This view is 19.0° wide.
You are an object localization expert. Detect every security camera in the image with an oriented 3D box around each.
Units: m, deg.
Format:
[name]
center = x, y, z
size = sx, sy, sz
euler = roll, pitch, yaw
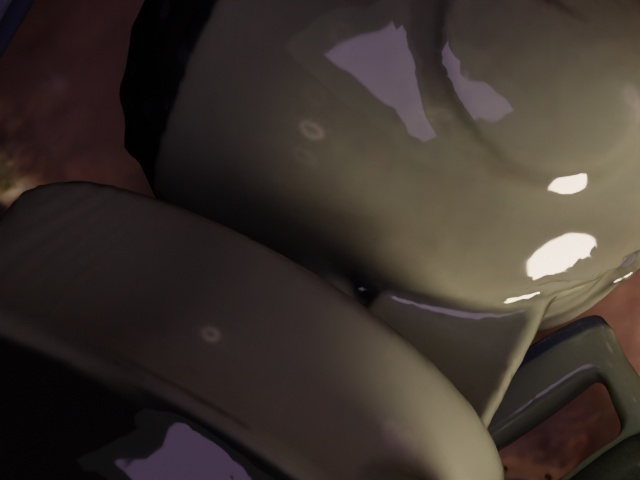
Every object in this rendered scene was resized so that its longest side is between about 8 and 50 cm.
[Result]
[security camera]
center = 0.000, 0.000, 0.588
size = 0.191, 0.197, 0.277
euler = 28, 67, 11

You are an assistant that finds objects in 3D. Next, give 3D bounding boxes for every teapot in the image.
[teapot]
center = 0.093, 0.112, 0.629
size = 0.108, 0.111, 0.149
euler = -29, 92, 7

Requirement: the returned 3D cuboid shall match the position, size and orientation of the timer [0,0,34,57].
[timer]
center = -0.236, -0.192, 0.558
size = 0.395, 0.173, 0.394
euler = -1, 93, -33
